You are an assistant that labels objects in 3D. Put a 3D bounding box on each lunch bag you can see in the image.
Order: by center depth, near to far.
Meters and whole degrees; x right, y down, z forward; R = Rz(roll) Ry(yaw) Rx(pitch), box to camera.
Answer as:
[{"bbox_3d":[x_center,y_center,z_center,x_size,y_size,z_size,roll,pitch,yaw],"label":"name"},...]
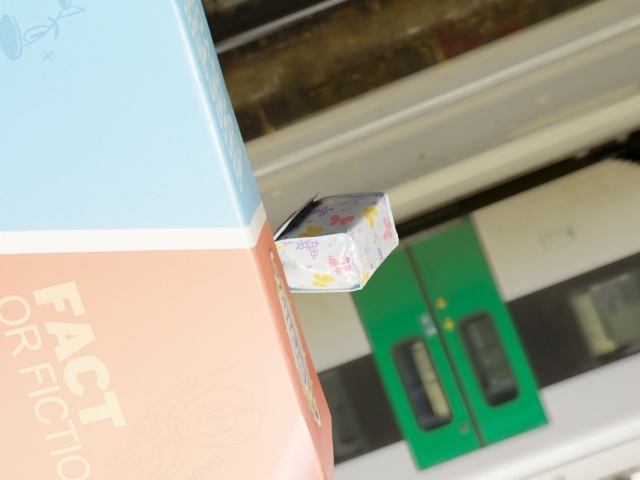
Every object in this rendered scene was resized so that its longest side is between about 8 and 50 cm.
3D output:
[{"bbox_3d":[0.000,0.000,0.940,0.083,0.053,0.071,-4,-156,31],"label":"lunch bag"}]

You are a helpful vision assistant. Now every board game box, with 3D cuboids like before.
[{"bbox_3d":[-0.178,0.001,0.399,0.316,0.242,0.064,-15,-158,4],"label":"board game box"}]
